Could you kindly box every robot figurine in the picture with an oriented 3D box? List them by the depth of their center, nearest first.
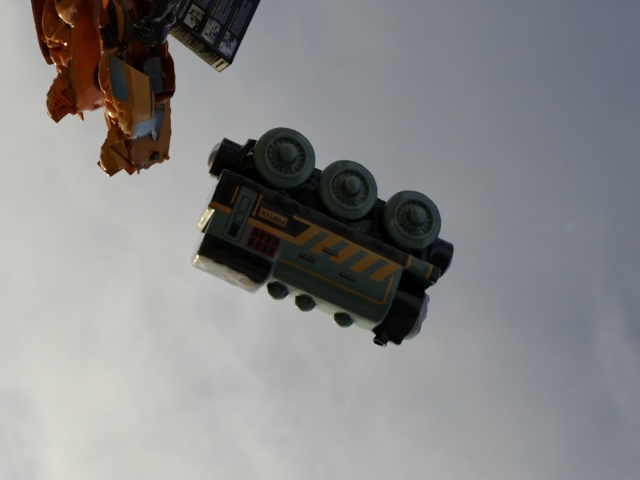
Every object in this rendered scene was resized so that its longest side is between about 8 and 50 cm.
[{"bbox_3d":[-0.201,-0.208,0.873,0.211,0.085,0.291,40,-35,31],"label":"robot figurine"}]

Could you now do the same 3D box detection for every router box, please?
[{"bbox_3d":[-0.189,-0.407,1.720,0.133,0.179,0.046,36,-35,-26],"label":"router box"}]

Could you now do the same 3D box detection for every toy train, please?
[{"bbox_3d":[0.000,0.000,1.194,0.334,0.190,0.142,25,-21,-11],"label":"toy train"}]
